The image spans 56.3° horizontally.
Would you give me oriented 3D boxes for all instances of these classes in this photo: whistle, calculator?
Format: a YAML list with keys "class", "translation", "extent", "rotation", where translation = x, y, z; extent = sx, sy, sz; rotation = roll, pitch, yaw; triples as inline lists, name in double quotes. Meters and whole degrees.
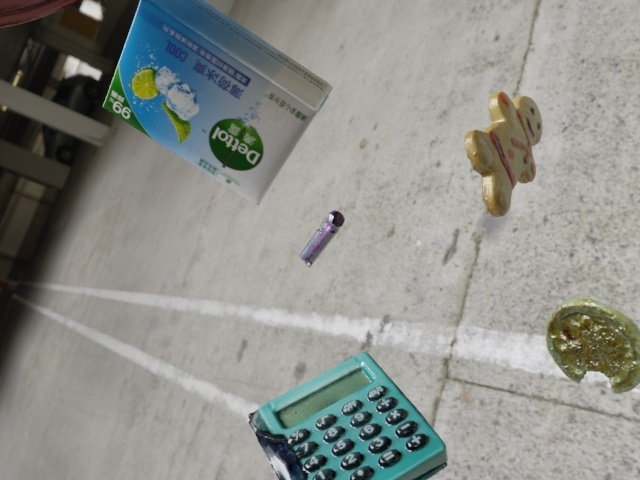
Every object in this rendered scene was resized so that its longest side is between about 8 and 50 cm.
- class: "whistle"
  translation: [0.000, 0.000, 1.059]
  extent: [0.176, 0.033, 0.033]
  rotation: [127, 155, -56]
- class: "calculator"
  translation: [0.037, 0.314, 0.964]
  extent: [0.274, 0.249, 0.058]
  rotation: [45, 155, 51]

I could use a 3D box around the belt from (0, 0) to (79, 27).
- class: "belt"
  translation: [-0.213, -0.266, 0.376]
  extent: [0.324, 0.115, 0.227]
  rotation: [-40, -19, -37]

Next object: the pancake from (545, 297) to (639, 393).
- class: "pancake"
  translation: [0.651, 0.249, 1.425]
  extent: [0.254, 0.037, 0.253]
  rotation: [25, 128, 37]

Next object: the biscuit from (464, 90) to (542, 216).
- class: "biscuit"
  translation: [0.289, -0.149, 0.909]
  extent: [0.030, 0.153, 0.234]
  rotation: [-5, 28, 44]

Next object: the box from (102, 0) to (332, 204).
- class: "box"
  translation: [-0.107, -0.149, 0.621]
  extent: [0.139, 0.194, 0.073]
  rotation: [-53, 9, 37]
